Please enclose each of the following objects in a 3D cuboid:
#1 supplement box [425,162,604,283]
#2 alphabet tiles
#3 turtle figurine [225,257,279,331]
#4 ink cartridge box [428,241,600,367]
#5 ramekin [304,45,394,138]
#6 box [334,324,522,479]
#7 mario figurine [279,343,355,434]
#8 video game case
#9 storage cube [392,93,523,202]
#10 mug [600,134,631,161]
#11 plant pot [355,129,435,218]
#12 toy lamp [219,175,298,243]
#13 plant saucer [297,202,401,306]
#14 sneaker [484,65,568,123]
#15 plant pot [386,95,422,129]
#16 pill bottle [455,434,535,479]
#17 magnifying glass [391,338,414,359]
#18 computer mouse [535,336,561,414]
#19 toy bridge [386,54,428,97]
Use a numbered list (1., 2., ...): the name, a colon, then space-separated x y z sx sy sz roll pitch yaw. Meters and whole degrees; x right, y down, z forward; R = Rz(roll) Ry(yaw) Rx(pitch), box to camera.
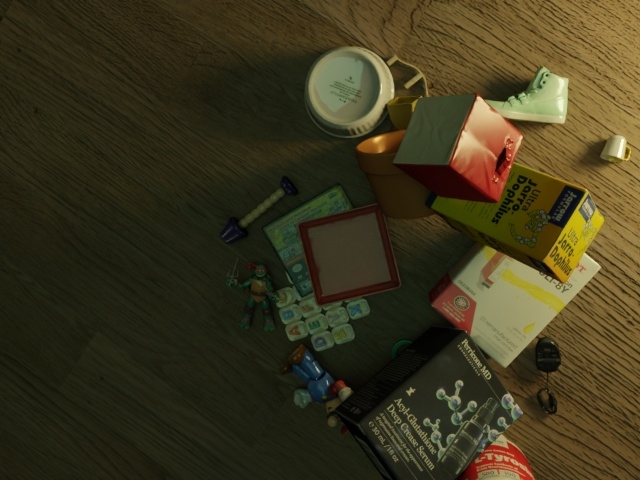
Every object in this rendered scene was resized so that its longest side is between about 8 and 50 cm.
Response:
1. supplement box: 0.481 -0.073 1.526 0.356 0.194 0.195 32 91 41
2. alphabet tiles: 0.001 0.195 1.888 0.278 0.021 0.284 -20 92 11
3. turtle figurine: -0.193 0.161 1.870 0.175 0.118 0.234 11 113 23
4. ink cartridge box: 0.537 0.116 1.718 0.279 0.160 0.385 41 100 3
5. ramekin: 0.077 -0.436 1.763 0.273 0.127 0.273 1 95 9
6. box: 0.295 0.473 1.678 0.395 0.212 0.293 -37 96 -16
7. mario figurine: 0.008 0.473 1.830 0.320 0.198 0.170 41 87 8
8. video game case: 0.000 0.000 1.846 0.275 0.035 0.248 -30 90 3
9. storage cube: 0.323 -0.216 1.427 0.193 0.215 0.184 27 82 -35
10. mug: 0.825 -0.256 1.696 0.062 0.078 0.064 17 89 40
11. plant pot: 0.254 -0.186 1.694 0.291 0.291 0.203 -7 110 10
12. toy lamp: -0.193 -0.088 1.869 0.274 0.080 0.080 -37 88 8
13. plant saucer: 0.085 0.042 1.802 0.259 0.048 0.258 -14 91 4
14. sneaker: 0.564 -0.413 1.698 0.256 0.094 0.151 5 102 -1
15. plant pot: 0.249 -0.367 1.759 0.081 0.081 0.083 3 118 30
16. pill bottle: 0.472 0.677 1.655 0.229 0.407 0.229 1 95 9
17. magnifying glass: 0.317 0.390 1.850 0.231 0.026 0.092 38 100 4
18. computer mouse: 0.671 0.397 1.789 0.071 0.041 0.242 -1 102 18
19. toy bridge: 0.274 -0.467 1.778 0.063 0.026 0.188 -38 89 10
